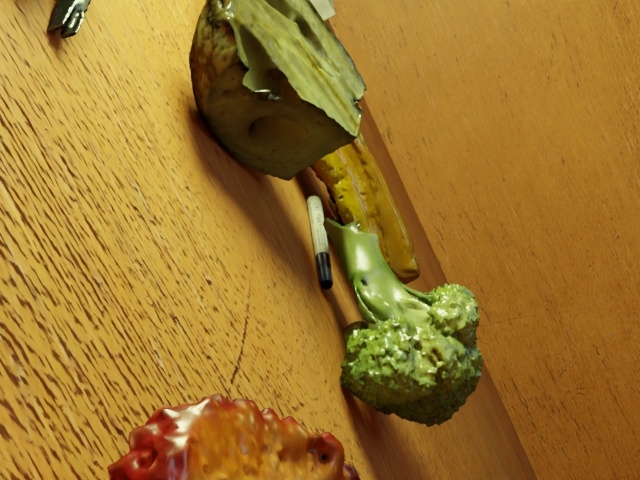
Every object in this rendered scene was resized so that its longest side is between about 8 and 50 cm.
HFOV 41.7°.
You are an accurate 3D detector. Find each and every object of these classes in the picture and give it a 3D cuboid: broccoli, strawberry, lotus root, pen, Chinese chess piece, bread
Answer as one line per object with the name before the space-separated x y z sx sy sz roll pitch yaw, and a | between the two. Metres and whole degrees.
broccoli | 0.142 0.104 1.173 0.254 0.186 0.302 24 52 -32
strawberry | -0.054 0.187 0.475 0.236 0.111 0.190 8 60 -66
lotus root | -0.066 -0.204 1.059 0.314 0.141 0.210 41 42 -48
pen | 0.000 0.000 1.292 0.025 0.025 0.204 56 16 -38
Chinese chess piece | 0.065 0.160 1.248 0.084 0.034 0.084 58 14 -24
bread | 0.049 -0.098 1.397 0.381 0.109 0.185 63 4 -9

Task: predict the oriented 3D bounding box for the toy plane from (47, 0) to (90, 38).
toy plane | -0.235 -0.351 0.791 0.382 0.106 0.155 -102 170 -45

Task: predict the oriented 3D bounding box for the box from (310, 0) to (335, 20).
box | -0.055 -0.476 1.661 0.233 0.149 0.067 -95 161 -56

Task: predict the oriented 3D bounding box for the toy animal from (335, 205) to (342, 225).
toy animal | 0.095 -0.032 1.588 0.324 0.090 0.195 60 19 -10
